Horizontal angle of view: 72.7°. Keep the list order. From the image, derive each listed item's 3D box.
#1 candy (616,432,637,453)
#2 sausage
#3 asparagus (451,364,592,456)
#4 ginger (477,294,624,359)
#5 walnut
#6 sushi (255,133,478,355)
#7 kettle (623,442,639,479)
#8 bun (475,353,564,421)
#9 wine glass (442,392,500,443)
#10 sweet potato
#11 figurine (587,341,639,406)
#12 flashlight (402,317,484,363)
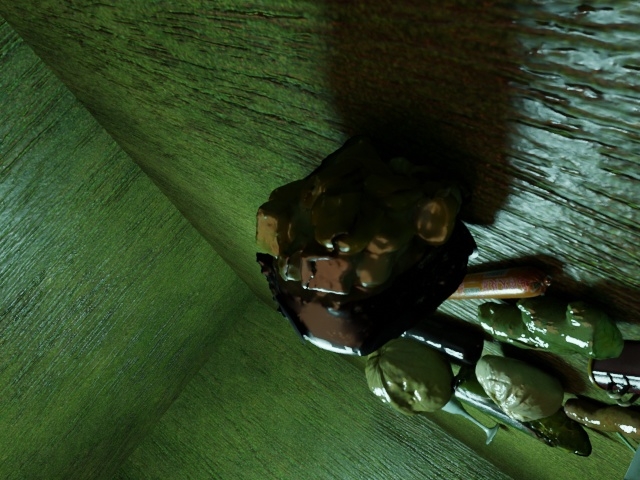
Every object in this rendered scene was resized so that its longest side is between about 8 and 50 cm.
[{"bbox_3d":[0.762,0.515,1.033,0.202,0.061,0.061,48,163,0],"label":"candy"},{"bbox_3d":[0.309,0.087,0.843,0.053,0.053,0.348,41,163,-6],"label":"sausage"},{"bbox_3d":[0.565,0.483,1.250,0.382,0.108,0.128,15,126,50],"label":"asparagus"},{"bbox_3d":[0.393,0.148,0.780,0.137,0.089,0.290,21,169,-4],"label":"ginger"},{"bbox_3d":[0.293,0.447,1.465,0.277,0.282,0.253,49,-159,-16],"label":"walnut"},{"bbox_3d":[0.049,-0.020,0.709,0.329,0.327,0.285,45,161,47],"label":"sushi"},{"bbox_3d":[0.473,0.208,0.484,0.161,0.236,0.221,21,162,50],"label":"kettle"},{"bbox_3d":[0.475,0.368,1.057,0.222,0.128,0.222,21,164,6],"label":"bun"},{"bbox_3d":[0.556,0.696,1.746,0.309,0.096,0.264,33,-178,22],"label":"wine glass"},{"bbox_3d":[0.635,0.380,0.909,0.067,0.059,0.281,30,165,-3],"label":"sweet potato"},{"bbox_3d":[0.508,0.221,0.699,0.082,0.098,0.154,43,166,-2],"label":"figurine"},{"bbox_3d":[0.277,0.249,1.263,0.424,0.103,0.103,13,150,54],"label":"flashlight"}]
